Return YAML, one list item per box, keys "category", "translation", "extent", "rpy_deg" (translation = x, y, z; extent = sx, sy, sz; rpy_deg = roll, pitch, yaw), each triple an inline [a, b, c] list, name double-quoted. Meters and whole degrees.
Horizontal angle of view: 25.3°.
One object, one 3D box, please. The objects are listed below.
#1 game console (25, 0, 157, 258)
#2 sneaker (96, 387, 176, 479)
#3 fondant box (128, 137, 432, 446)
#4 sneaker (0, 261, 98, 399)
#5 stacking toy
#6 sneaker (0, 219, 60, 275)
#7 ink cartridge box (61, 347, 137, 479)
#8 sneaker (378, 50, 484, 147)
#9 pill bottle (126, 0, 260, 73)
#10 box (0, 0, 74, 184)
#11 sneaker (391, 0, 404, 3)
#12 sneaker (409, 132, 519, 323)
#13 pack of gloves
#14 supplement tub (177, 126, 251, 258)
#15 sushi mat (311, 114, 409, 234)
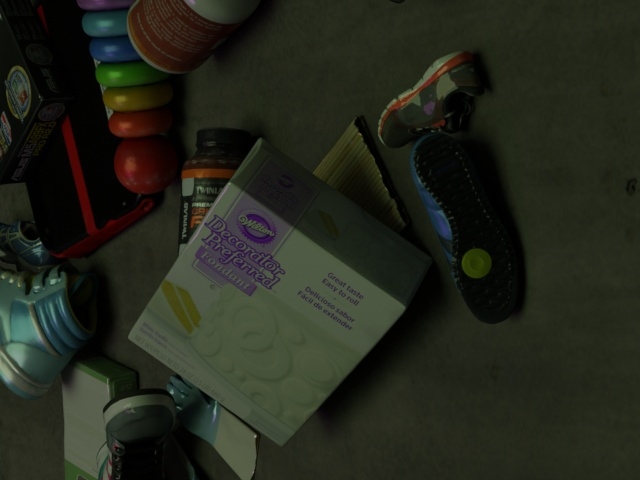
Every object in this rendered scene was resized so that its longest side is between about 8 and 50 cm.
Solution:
- category: "game console"
  translation: [-0.374, -0.186, 2.189]
  extent: [0.342, 0.060, 0.386]
  rpy_deg: [-26, 76, 50]
- category: "sneaker"
  translation: [-0.258, 0.341, 2.011]
  extent: [0.295, 0.124, 0.178]
  rpy_deg: [111, 150, -55]
- category: "fondant box"
  translation: [-0.056, 0.069, 1.657]
  extent: [0.238, 0.096, 0.330]
  rpy_deg: [35, 134, -2]
- category: "sneaker"
  translation: [-0.467, 0.070, 2.251]
  extent: [0.208, 0.127, 0.319]
  rpy_deg: [-41, 74, 11]
- category: "stacking toy"
  translation: [-0.250, -0.226, 1.953]
  extent: [0.141, 0.141, 0.330]
  rpy_deg: [11, 113, 53]
- category: "sneaker"
  translation: [-0.495, 0.000, 2.377]
  extent: [0.211, 0.080, 0.081]
  rpy_deg: [24, 110, 39]
- category: "ink cartridge box"
  translation: [-0.348, 0.304, 2.244]
  extent: [0.171, 0.056, 0.235]
  rpy_deg: [15, 111, 52]
- category: "sneaker"
  translation: [0.117, -0.133, 1.509]
  extent: [0.064, 0.061, 0.158]
  rpy_deg: [61, 141, 16]
- category: "pill bottle"
  translation: [-0.148, -0.306, 1.784]
  extent: [0.216, 0.121, 0.121]
  rpy_deg: [-34, 69, 52]
- category: "box"
  translation: [-0.493, -0.257, 2.230]
  extent: [0.216, 0.060, 0.270]
  rpy_deg: [-50, 58, 43]
- category: "sneaker"
  translation: [0.030, -0.395, 1.545]
  extent: [0.330, 0.122, 0.146]
  rpy_deg: [48, 115, 39]
- category: "sneaker"
  translation: [0.153, -0.015, 1.491]
  extent: [0.082, 0.069, 0.209]
  rpy_deg: [-6, -106, -88]
- category: "pack of gloves"
  translation: [-0.179, 0.305, 2.019]
  extent: [0.232, 0.046, 0.195]
  rpy_deg: [35, 125, 45]
- category: "supplement tub"
  translation: [-0.127, -0.042, 1.810]
  extent: [0.106, 0.106, 0.197]
  rpy_deg: [-5, 82, 54]
- category: "sushi mat"
  translation: [0.000, 0.000, 1.731]
  extent: [0.316, 0.019, 0.151]
  rpy_deg: [-49, 59, 46]
